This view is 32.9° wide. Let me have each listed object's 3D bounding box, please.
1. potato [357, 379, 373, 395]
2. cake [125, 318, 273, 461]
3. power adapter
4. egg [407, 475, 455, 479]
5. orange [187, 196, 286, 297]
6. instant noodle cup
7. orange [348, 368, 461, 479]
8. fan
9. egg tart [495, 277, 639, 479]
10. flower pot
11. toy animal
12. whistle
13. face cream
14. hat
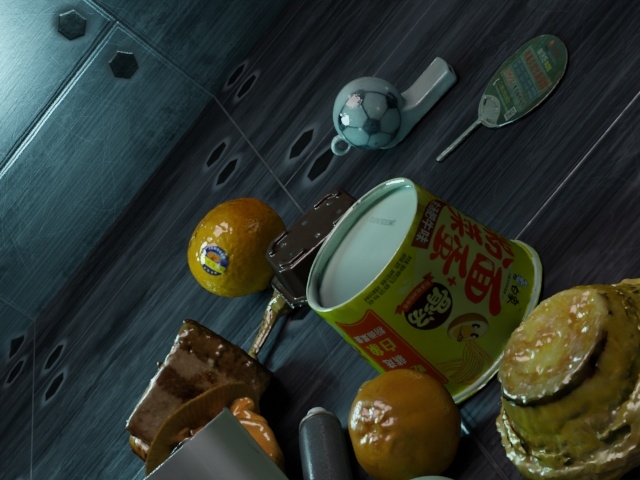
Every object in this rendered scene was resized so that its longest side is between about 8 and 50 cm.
[{"bbox_3d":[0.081,0.248,1.621,0.068,0.062,0.083,-24,66,7],"label":"potato"},{"bbox_3d":[-0.236,0.303,1.942,0.293,0.196,0.199,-56,5,-4],"label":"cake"},{"bbox_3d":[-0.129,0.399,1.585,0.187,0.255,0.124,-43,-3,24],"label":"power adapter"},{"bbox_3d":[0.111,0.364,1.273,0.192,0.149,0.149,-44,22,-4],"label":"egg"},{"bbox_3d":[-0.170,0.017,2.274,0.219,0.193,0.219,-61,-5,-10],"label":"orange"},{"bbox_3d":[0.135,0.068,1.574,0.311,0.221,0.311,-43,24,24],"label":"instant noodle cup"},{"bbox_3d":[0.108,0.250,1.441,0.159,0.136,0.159,-7,78,35],"label":"orange"},{"bbox_3d":[0.339,-0.249,1.924,0.294,0.012,0.223,-55,23,-5],"label":"fan"},{"bbox_3d":[0.303,0.147,1.257,0.294,0.123,0.294,-40,26,25],"label":"egg tart"},{"bbox_3d":[0.000,0.000,2.038,0.251,0.084,0.179,-41,31,-4],"label":"flower pot"},{"bbox_3d":[-0.073,0.129,2.114,0.275,0.054,0.149,-50,27,3],"label":"toy animal"},{"bbox_3d":[0.124,-0.283,2.204,0.290,0.163,0.163,-47,23,15],"label":"whistle"},{"bbox_3d":[0.010,0.344,1.602,0.073,0.073,0.283,-46,23,17],"label":"face cream"},{"bbox_3d":[-0.110,0.379,1.730,0.233,0.244,0.233,29,65,37],"label":"hat"}]
